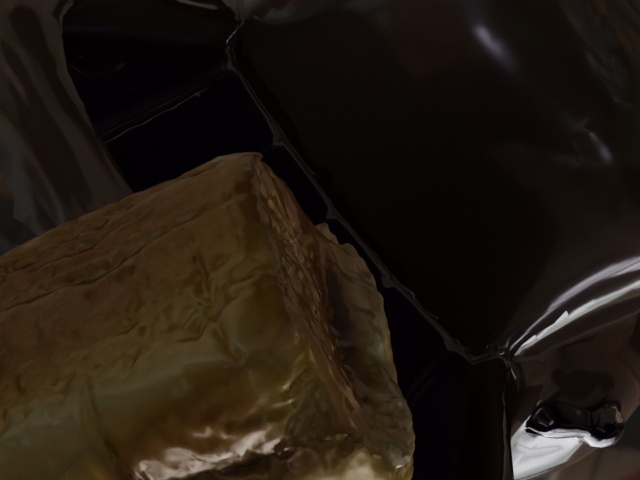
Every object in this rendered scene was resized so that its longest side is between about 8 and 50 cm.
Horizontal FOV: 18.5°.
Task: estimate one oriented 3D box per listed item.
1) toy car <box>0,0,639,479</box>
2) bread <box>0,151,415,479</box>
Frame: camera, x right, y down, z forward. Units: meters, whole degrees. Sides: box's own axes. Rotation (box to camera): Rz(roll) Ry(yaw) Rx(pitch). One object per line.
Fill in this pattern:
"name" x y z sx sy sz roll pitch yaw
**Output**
"toy car" 0.000 0.000 0.545 0.240 0.341 0.271 -38 89 28
"bread" -0.050 0.038 0.347 0.132 0.074 0.053 -27 131 6
